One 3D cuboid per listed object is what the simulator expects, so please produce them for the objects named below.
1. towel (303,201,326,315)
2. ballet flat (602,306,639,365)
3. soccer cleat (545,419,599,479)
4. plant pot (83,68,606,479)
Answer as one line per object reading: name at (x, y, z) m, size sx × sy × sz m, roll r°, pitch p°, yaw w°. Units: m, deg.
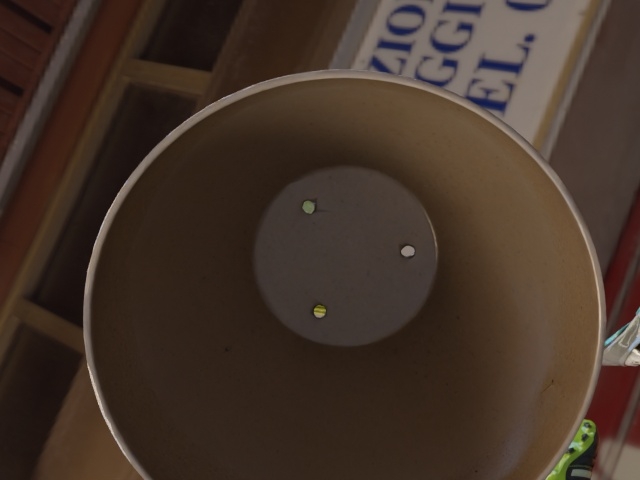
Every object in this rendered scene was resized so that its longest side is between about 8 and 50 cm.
towel at (0.000, 0.000, 0.937) m, size 0.237 × 0.102 × 0.021 m, roll -61°, pitch -19°, yaw -62°
ballet flat at (0.379, 0.104, 1.156) m, size 0.072 × 0.068 × 0.213 m, roll -24°, pitch -26°, yaw -30°
soccer cleat at (0.266, 0.266, 1.106) m, size 0.179 × 0.060 × 0.072 m, roll -50°, pitch -54°, yaw -48°
plant pot at (0.015, 0.029, 0.643) m, size 0.191 × 0.284 × 0.284 m, roll -81°, pitch -4°, yaw -77°
